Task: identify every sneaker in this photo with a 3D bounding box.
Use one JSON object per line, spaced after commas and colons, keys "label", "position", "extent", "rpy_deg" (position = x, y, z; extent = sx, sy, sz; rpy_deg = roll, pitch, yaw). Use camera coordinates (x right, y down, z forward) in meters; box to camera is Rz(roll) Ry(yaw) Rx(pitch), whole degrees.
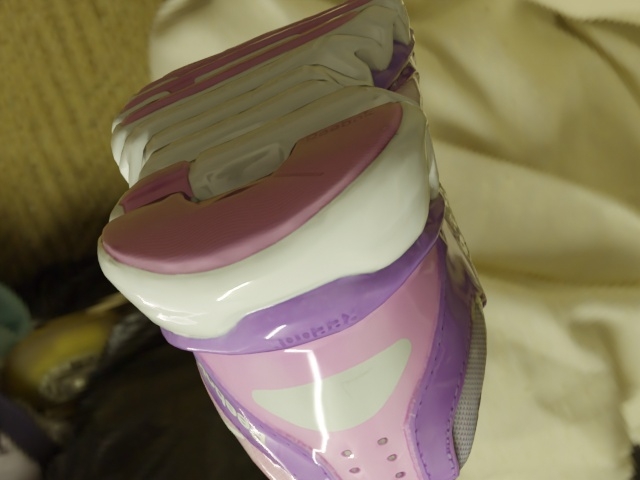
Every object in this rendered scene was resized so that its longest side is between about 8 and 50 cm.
{"label": "sneaker", "position": [0.000, 0.000, 0.453], "extent": [0.095, 0.236, 0.104], "rpy_deg": [-24, 109, 8]}
